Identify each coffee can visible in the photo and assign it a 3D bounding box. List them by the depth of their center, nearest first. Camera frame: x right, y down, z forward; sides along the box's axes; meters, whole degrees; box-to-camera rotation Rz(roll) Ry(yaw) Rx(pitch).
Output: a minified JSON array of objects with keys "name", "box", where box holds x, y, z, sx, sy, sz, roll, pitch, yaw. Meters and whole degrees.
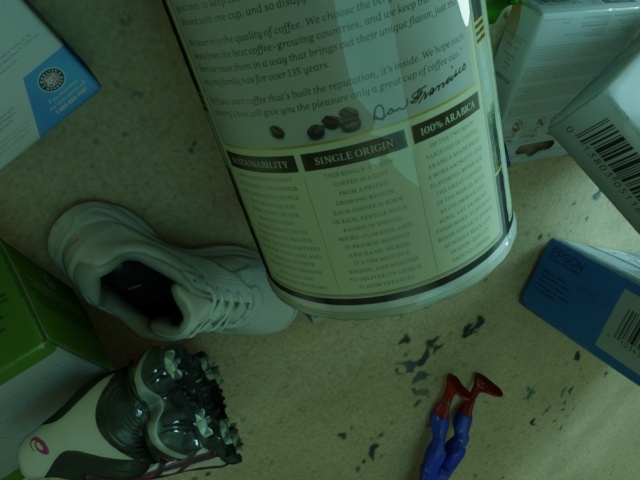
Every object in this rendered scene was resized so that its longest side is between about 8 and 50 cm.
[{"name":"coffee can","box":[0.016,-0.114,0.407,0.202,0.201,0.275,-25,120,-14]}]

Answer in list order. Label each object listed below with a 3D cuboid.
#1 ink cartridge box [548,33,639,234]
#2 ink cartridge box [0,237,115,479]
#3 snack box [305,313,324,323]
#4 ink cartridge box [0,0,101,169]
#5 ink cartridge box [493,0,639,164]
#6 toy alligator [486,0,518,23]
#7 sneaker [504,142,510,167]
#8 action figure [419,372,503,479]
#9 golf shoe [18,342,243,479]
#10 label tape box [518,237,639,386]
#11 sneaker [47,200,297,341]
[{"name":"ink cartridge box","box":[0.452,-0.120,0.581,0.385,0.091,0.308,-42,91,-17]},{"name":"ink cartridge box","box":[-0.266,0.123,0.483,0.189,0.097,0.255,-32,161,-10]},{"name":"snack box","box":[0.000,0.000,0.591,0.064,0.022,0.178,-23,125,-16]},{"name":"ink cartridge box","box":[-0.240,-0.137,0.361,0.104,0.061,0.181,-40,128,-3]},{"name":"ink cartridge box","box":[0.242,-0.166,0.631,0.146,0.045,0.179,-12,140,-23]},{"name":"toy alligator","box":[0.166,-0.236,0.530,0.056,0.051,0.189,10,111,-32]},{"name":"sneaker","box":[0.115,-0.022,0.595,0.217,0.079,0.121,-50,140,2]},{"name":"action figure","box":[0.179,0.335,0.808,0.092,0.139,0.280,6,116,-29]},{"name":"golf shoe","box":[-0.143,0.156,0.515,0.120,0.105,0.273,-22,158,-3]},{"name":"label tape box","box":[0.466,0.107,0.766,0.334,0.240,0.105,9,110,-32]},{"name":"sneaker","box":[-0.109,0.052,0.502,0.232,0.115,0.090,19,106,-35]}]
